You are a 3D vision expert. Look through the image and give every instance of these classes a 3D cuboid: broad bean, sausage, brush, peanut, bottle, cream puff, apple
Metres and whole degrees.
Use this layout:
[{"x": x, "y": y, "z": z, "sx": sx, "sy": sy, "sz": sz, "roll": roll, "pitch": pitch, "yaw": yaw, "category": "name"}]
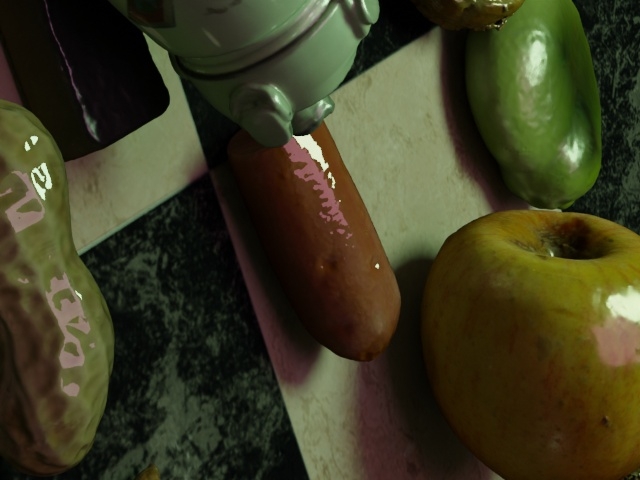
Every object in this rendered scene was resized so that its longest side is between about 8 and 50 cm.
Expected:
[{"x": 0.255, "y": -0.178, "z": 2.173, "sx": 0.238, "sy": 0.119, "sz": 0.291, "roll": -12, "pitch": 93, "yaw": -56, "category": "broad bean"}, {"x": 0.000, "y": 0.000, "z": 1.771, "sx": 0.113, "sy": 0.113, "sz": 0.259, "roll": -49, "pitch": 122, "yaw": -48, "category": "sausage"}, {"x": -0.204, "y": -0.176, "z": 1.542, "sx": 0.123, "sy": 0.059, "sz": 0.197, "roll": -40, "pitch": 115, "yaw": -54, "category": "brush"}, {"x": -0.235, "y": 0.040, "z": 1.407, "sx": 0.136, "sy": 0.120, "sz": 0.298, "roll": -23, "pitch": 105, "yaw": -31, "category": "peanut"}, {"x": -0.080, "y": -0.247, "z": 1.512, "sx": 0.352, "sy": 0.229, "sz": 0.229, "roll": 52, "pitch": 44, "yaw": -37, "category": "bottle"}, {"x": 0.154, "y": -0.301, "z": 2.045, "sx": 0.165, "sy": 0.115, "sz": 0.150, "roll": 45, "pitch": 49, "yaw": -13, "category": "cream puff"}, {"x": 0.249, "y": 0.119, "z": 1.963, "sx": 0.299, "sy": 0.299, "sz": 0.275, "roll": -39, "pitch": 139, "yaw": -52, "category": "apple"}]

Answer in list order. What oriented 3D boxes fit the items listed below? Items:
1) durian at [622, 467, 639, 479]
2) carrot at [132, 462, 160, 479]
[{"x": 0.351, "y": 0.334, "z": 2.207, "sx": 0.196, "sy": 0.167, "sz": 0.196, "roll": 52, "pitch": 19, "yaw": -26, "category": "durian"}, {"x": -0.168, "y": 0.266, "z": 1.518, "sx": 0.072, "sy": 0.072, "sz": 0.205, "roll": 58, "pitch": 35, "yaw": -32, "category": "carrot"}]
